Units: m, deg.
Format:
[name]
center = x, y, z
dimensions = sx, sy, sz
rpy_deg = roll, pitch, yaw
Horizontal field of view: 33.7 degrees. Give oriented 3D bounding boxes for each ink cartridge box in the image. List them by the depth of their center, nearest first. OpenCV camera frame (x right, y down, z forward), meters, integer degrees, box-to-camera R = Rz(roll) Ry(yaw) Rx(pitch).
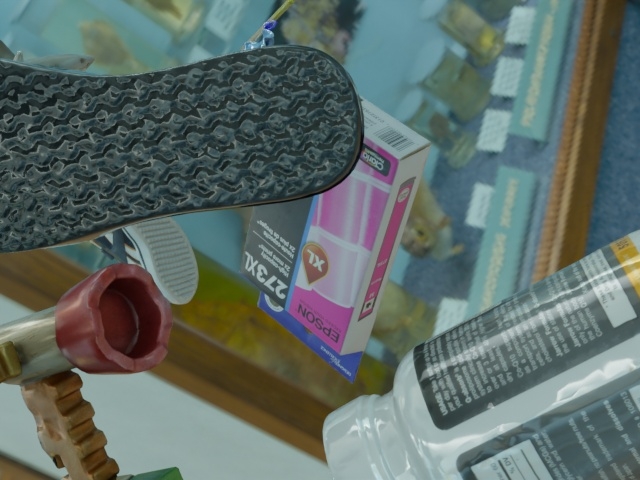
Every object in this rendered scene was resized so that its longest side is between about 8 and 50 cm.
[ink cartridge box]
center = 0.000, 0.000, 1.214
dimensions = 0.069, 0.175, 0.371
rpy_deg = -30, -34, -39

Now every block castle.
[block castle]
center = -0.162, 0.271, 0.757
dimensions = 0.212, 0.454, 0.303
rpy_deg = -17, 8, 34

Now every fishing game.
[fishing game]
center = -0.117, -0.156, 1.137
dimensions = 0.264, 0.041, 0.189
rpy_deg = -60, 15, -23

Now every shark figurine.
[shark figurine]
center = -0.435, -0.237, 1.502
dimensions = 0.166, 0.116, 0.278
rpy_deg = -19, 17, 6

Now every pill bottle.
[pill bottle]
center = 0.152, 0.121, 0.754
dimensions = 0.278, 0.162, 0.162
rpy_deg = -29, 33, 14

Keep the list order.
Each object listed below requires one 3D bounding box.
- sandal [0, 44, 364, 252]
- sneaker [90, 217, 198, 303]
[sandal]
center = -0.183, -0.077, 0.917
dimensions = 0.107, 0.445, 0.168
rpy_deg = -24, -68, -84
[sneaker]
center = -0.353, -0.007, 2.027
dimensions = 0.127, 0.321, 0.126
rpy_deg = -2, 41, 33
